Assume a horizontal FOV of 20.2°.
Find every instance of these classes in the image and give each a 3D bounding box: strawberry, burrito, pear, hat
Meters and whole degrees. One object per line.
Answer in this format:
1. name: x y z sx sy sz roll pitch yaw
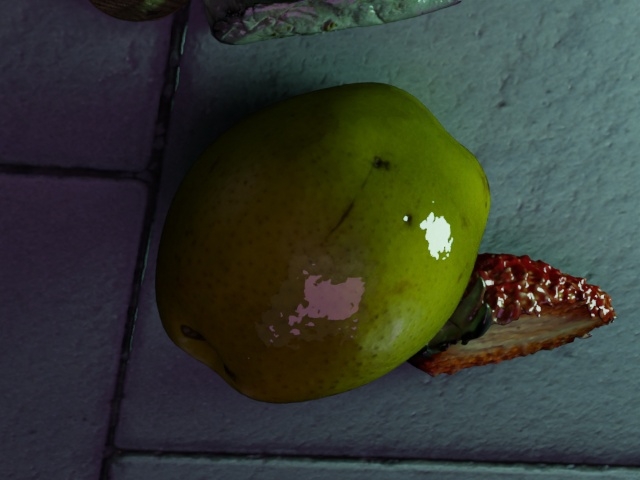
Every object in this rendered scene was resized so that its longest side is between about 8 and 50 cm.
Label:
1. strawberry: 0.248 0.088 2.430 0.306 0.137 0.233 -2 156 -43
2. burrito: 0.018 -0.283 2.081 0.309 0.066 0.096 -10 137 -2
3. pear: 0.000 0.000 2.133 0.418 0.362 0.362 -42 132 -15
4. hat: -0.201 -0.291 2.028 0.146 0.067 0.146 -6 131 -6
